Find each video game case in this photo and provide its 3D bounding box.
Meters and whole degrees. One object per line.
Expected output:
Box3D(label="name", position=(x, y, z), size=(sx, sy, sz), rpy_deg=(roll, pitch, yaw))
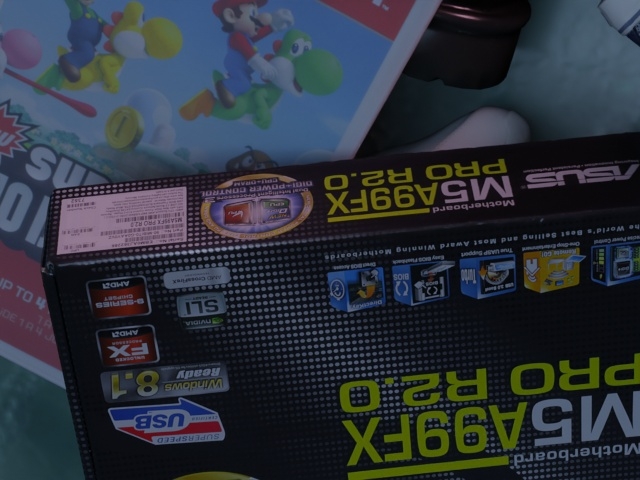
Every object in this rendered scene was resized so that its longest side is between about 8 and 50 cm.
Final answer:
Box3D(label="video game case", position=(-0.091, -0.055, 0.881), size=(0.204, 0.025, 0.285), rpy_deg=(28, 119, -3))

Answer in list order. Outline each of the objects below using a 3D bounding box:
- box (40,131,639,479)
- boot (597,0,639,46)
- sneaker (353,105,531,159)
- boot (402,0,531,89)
Box3D(label="box", position=(0.023, 0.066, 0.883), size=(0.270, 0.060, 0.216), rpy_deg=(-5, 126, 0))
Box3D(label="boot", position=(0.204, -0.133, 0.834), size=(0.086, 0.069, 0.190), rpy_deg=(40, 144, 0))
Box3D(label="sneaker", position=(0.000, 0.000, 0.950), size=(0.235, 0.090, 0.095), rpy_deg=(-39, 80, 21))
Box3D(label="boot", position=(-0.019, -0.245, 0.865), size=(0.348, 0.131, 0.260), rpy_deg=(20, 116, 2))
